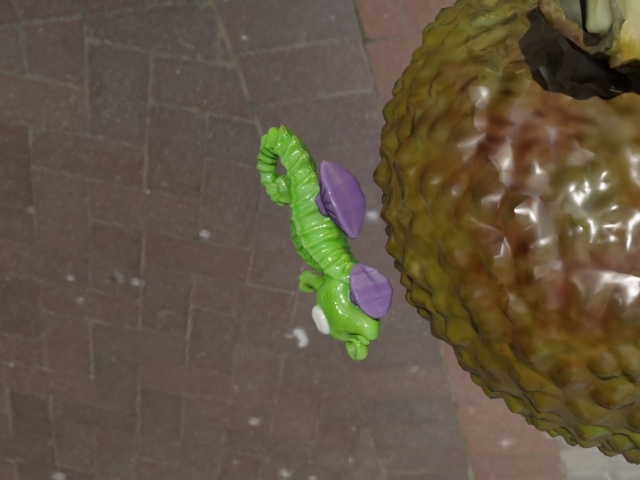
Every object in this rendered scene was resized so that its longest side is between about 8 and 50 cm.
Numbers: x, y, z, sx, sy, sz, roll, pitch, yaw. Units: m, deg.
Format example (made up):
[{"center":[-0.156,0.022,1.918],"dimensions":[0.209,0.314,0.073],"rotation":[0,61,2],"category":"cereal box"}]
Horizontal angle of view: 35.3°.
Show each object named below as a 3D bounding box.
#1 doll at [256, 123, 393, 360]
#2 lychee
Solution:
[{"center":[0.000,0.000,0.757],"dimensions":[0.050,0.190,0.115],"rotation":[-17,172,-31],"category":"doll"},{"center":[0.157,-0.022,0.510],"dimensions":[0.270,0.270,0.320],"rotation":[4,118,5],"category":"lychee"}]
